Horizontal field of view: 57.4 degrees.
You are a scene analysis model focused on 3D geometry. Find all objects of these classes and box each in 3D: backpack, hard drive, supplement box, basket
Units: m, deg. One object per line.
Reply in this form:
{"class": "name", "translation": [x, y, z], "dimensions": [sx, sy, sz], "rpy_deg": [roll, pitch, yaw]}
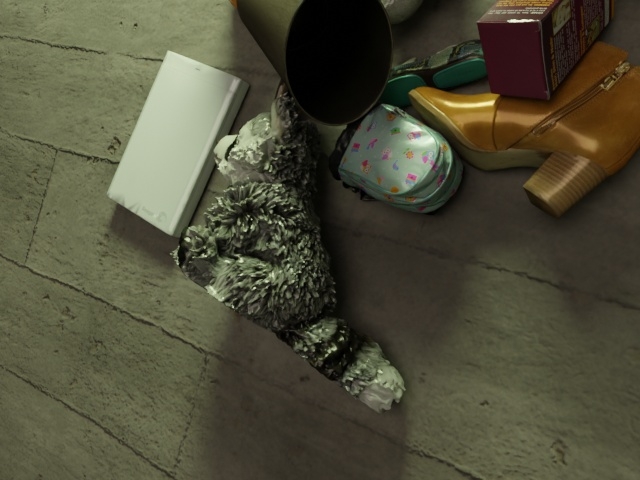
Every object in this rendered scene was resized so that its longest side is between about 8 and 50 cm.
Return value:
{"class": "backpack", "translation": [0.108, -0.111, 0.833], "dimensions": [0.182, 0.115, 0.152], "rpy_deg": [35, 102, 33]}
{"class": "hard drive", "translation": [-0.275, -0.185, 1.102], "dimensions": [0.203, 0.040, 0.307], "rpy_deg": [28, 96, 29]}
{"class": "supplement box", "translation": [0.281, -0.272, 0.717], "dimensions": [0.081, 0.104, 0.188], "rpy_deg": [20, 58, 41]}
{"class": "basket", "translation": [-0.021, -0.301, 0.821], "dimensions": [0.154, 0.204, 0.227], "rpy_deg": [-27, 48, -8]}

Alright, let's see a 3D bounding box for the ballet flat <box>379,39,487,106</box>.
{"class": "ballet flat", "translation": [0.161, -0.248, 0.866], "dimensions": [0.188, 0.070, 0.070], "rpy_deg": [-9, 78, 26]}

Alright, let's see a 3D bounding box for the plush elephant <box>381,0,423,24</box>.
{"class": "plush elephant", "translation": [0.105, -0.466, 0.810], "dimensions": [0.330, 0.255, 0.272], "rpy_deg": [-3, 81, 28]}

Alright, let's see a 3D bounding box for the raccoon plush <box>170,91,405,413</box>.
{"class": "raccoon plush", "translation": [0.000, 0.000, 0.884], "dimensions": [0.446, 0.216, 0.299], "rpy_deg": [36, 88, -1]}

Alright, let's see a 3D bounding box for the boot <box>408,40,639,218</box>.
{"class": "boot", "translation": [0.281, -0.183, 0.774], "dimensions": [0.211, 0.104, 0.295], "rpy_deg": [-48, 59, 3]}

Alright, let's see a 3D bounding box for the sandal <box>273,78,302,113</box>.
{"class": "sandal", "translation": [-0.021, -0.264, 0.962], "dimensions": [0.060, 0.090, 0.219], "rpy_deg": [27, 89, 7]}

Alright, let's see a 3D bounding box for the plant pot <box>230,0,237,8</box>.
{"class": "plant pot", "translation": [-0.109, -0.493, 0.971], "dimensions": [0.205, 0.188, 0.205], "rpy_deg": [-5, 80, 28]}
